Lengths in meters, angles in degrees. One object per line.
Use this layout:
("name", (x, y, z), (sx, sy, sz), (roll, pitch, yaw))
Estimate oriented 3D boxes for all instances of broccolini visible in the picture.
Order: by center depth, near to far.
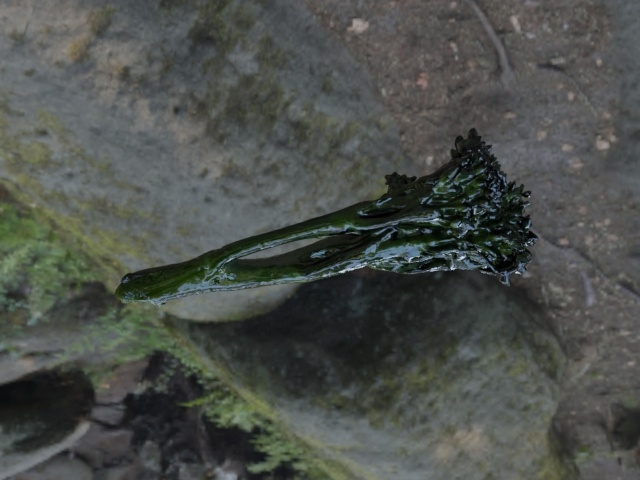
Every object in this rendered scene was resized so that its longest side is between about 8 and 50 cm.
("broccolini", (0.000, -0.005, 0.398), (0.201, 0.058, 0.073), (-6, 117, 11))
